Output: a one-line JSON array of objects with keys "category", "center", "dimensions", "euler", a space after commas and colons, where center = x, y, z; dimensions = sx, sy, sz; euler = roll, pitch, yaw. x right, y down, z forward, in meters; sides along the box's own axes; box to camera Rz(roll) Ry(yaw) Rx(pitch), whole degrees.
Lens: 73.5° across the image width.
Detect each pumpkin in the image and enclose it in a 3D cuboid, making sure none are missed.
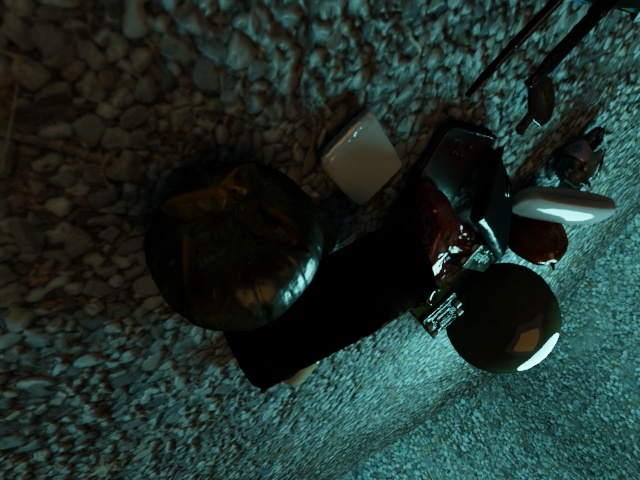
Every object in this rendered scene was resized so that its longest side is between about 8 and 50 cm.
[{"category": "pumpkin", "center": [-0.114, 0.006, 0.582], "dimensions": [0.237, 0.238, 0.159], "euler": [-28, 148, -17]}]

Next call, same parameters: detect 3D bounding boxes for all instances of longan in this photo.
[{"category": "longan", "center": [0.633, 0.273, 1.494], "dimensions": [0.404, 0.336, 0.405], "euler": [0, 118, 0]}]

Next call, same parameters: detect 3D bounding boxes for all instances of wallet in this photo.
[{"category": "wallet", "center": [0.443, -0.082, 1.080], "dimensions": [0.377, 0.051, 0.197], "euler": [31, 72, -57]}, {"category": "wallet", "center": [0.249, -0.110, 0.949], "dimensions": [0.172, 0.045, 0.318], "euler": [0, 131, -38]}, {"category": "wallet", "center": [0.073, -0.141, 0.763], "dimensions": [0.124, 0.032, 0.183], "euler": [-44, 144, 6]}]

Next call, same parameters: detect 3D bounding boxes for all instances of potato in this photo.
[{"category": "potato", "center": [0.000, 0.000, 0.822], "dimensions": [0.103, 0.066, 0.096], "euler": [-4, 135, -44]}]

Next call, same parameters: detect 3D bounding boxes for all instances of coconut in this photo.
[{"category": "coconut", "center": [-0.068, 0.283, 1.026], "dimensions": [0.116, 0.116, 0.122], "euler": [15, 113, -50]}]

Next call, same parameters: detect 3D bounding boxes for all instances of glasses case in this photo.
[{"category": "glasses case", "center": [0.702, -0.100, 1.246], "dimensions": [0.296, 0.075, 0.113], "euler": [8, 156, -7]}]

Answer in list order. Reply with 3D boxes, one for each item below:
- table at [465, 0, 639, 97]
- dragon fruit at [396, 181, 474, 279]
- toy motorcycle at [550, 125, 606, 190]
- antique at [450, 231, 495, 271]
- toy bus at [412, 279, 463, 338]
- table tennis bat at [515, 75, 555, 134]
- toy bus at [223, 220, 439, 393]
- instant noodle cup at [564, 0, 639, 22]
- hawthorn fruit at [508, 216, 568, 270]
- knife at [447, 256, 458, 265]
[{"category": "table", "center": [0.289, -0.327, 0.540], "dimensions": [0.249, 0.317, 0.317], "euler": [-39, 146, 12]}, {"category": "dragon fruit", "center": [0.255, 0.008, 0.940], "dimensions": [0.211, 0.134, 0.262], "euler": [-12, 140, -31]}, {"category": "toy motorcycle", "center": [0.730, -0.202, 1.255], "dimensions": [0.204, 0.108, 0.239], "euler": [-23, 120, -31]}, {"category": "antique", "center": [0.436, 0.026, 1.240], "dimensions": [0.183, 0.086, 0.088], "euler": [12, 120, -49]}, {"category": "toy bus", "center": [0.313, 0.179, 1.238], "dimensions": [0.128, 0.150, 0.262], "euler": [-42, 150, 1]}, {"category": "table tennis bat", "center": [0.432, -0.289, 0.959], "dimensions": [0.170, 0.119, 0.108], "euler": [-49, 120, -24]}, {"category": "toy bus", "center": [0.022, 0.109, 0.805], "dimensions": [0.386, 0.171, 0.162], "euler": [-29, 179, 8]}, {"category": "instant noodle cup", "center": [0.513, -0.475, 0.679], "dimensions": [0.240, 0.178, 0.240], "euler": [-25, 143, -20]}, {"category": "hawthorn fruit", "center": [0.687, -0.008, 1.358], "dimensions": [0.173, 0.179, 0.173], "euler": [-51, 167, -16]}, {"category": "knife", "center": [0.400, 0.057, 1.300], "dimensions": [0.031, 0.018, 0.121], "euler": [-47, 145, 22]}]
